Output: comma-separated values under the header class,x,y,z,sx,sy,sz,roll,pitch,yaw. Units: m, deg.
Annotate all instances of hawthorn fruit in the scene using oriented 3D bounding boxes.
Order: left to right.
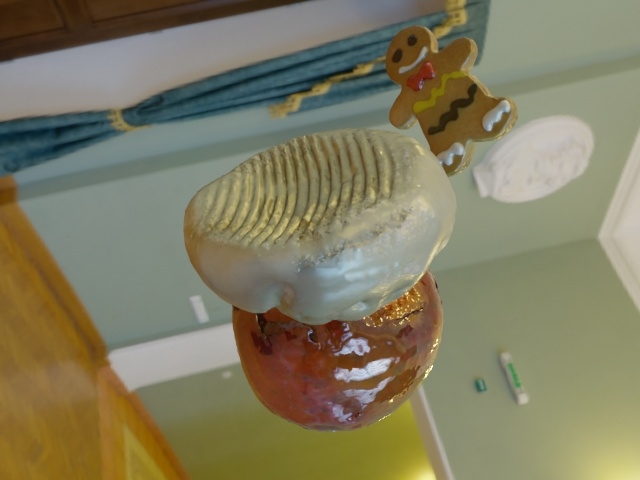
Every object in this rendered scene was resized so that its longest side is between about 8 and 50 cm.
class,x,y,z,sx,sy,sz,roll,pitch,yaw
hawthorn fruit,0.016,0.138,0.960,0.276,0.276,0.307,-109,-161,-54

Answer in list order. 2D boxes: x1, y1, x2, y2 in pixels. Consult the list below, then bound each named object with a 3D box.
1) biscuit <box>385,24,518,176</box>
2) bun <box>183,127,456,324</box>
class,x,y,z,sx,sy,sz,roll,pitch,yaw
biscuit,0.156,-0.202,0.993,0.035,0.158,0.240,12,40,-48
bun,0.000,0.000,0.491,0.183,0.183,0.102,-111,-177,-62
